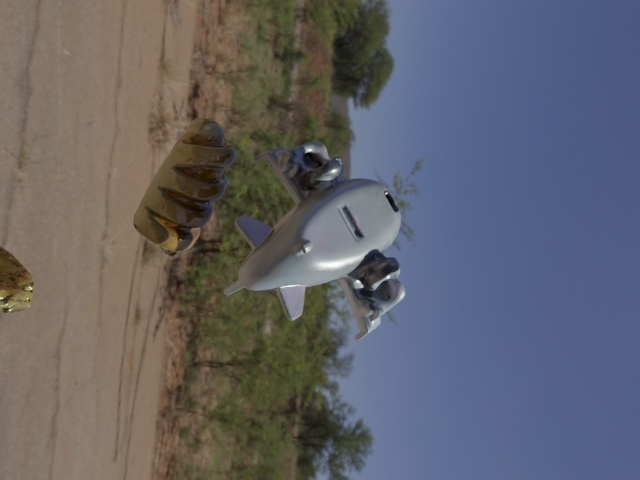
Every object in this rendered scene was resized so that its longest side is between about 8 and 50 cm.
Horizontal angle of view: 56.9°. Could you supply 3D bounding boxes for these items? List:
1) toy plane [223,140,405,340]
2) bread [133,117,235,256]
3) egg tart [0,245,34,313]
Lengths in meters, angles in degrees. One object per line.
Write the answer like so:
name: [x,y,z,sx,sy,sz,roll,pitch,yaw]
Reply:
toy plane: [0.003,-0.002,0.700,0.118,0.252,0.252,-31,-133,49]
bread: [-0.163,-0.062,0.717,0.177,0.084,0.119,-59,-166,12]
egg tart: [-0.581,0.053,0.888,0.116,0.294,0.295,-60,-176,2]
